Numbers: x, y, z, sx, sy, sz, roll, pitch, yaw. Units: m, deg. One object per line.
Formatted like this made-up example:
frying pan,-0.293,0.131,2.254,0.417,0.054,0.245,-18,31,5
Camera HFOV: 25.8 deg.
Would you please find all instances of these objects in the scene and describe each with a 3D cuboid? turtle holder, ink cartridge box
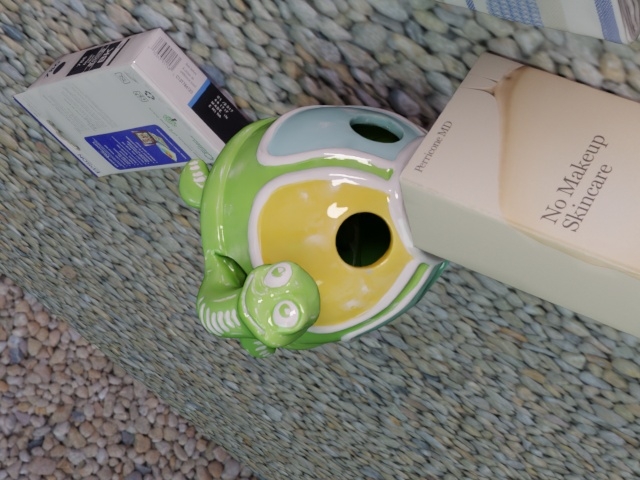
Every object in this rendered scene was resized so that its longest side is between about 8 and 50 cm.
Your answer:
turtle holder,0.001,-0.019,1.354,0.227,0.243,0.320,-12,172,34
ink cartridge box,-0.234,-0.158,1.678,0.165,0.065,0.333,45,154,-27

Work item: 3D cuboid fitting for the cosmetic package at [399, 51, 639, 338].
cosmetic package,0.241,-0.027,1.172,0.309,0.160,0.113,22,154,24

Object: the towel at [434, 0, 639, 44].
towel,0.105,-0.249,1.066,0.285,0.034,0.209,20,157,34
